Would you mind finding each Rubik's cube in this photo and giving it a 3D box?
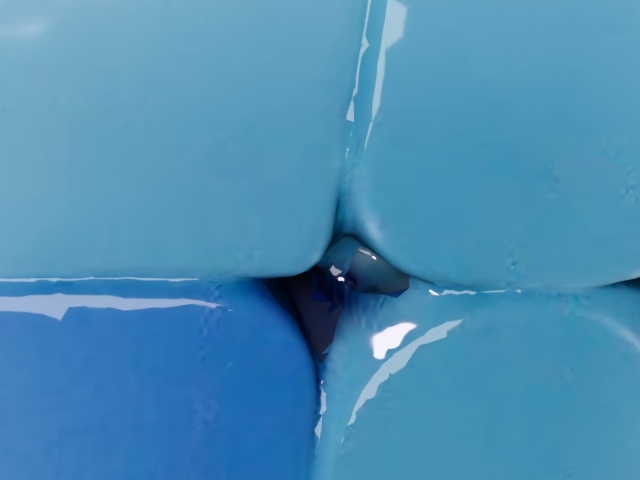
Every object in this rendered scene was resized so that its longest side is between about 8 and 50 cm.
[{"bbox_3d":[0.000,0.000,0.503,0.291,0.291,0.290,1,112,-20],"label":"Rubik's cube"}]
